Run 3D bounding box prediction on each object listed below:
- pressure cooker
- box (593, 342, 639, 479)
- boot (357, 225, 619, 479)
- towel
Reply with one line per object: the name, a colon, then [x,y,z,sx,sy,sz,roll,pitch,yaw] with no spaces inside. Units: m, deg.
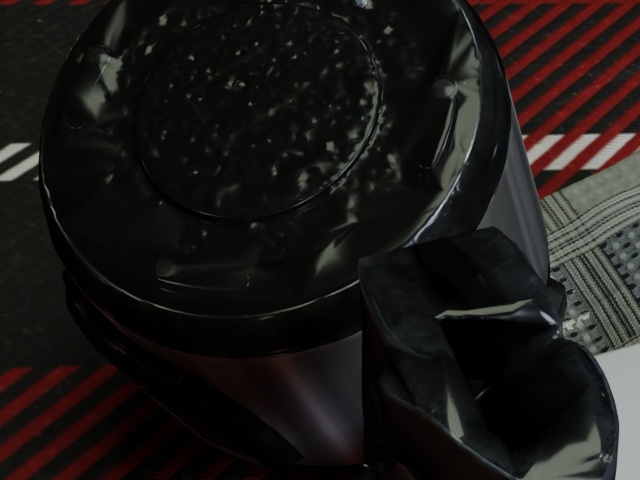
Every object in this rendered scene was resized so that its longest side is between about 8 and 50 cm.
pressure cooker: [0.006,-0.003,1.331,0.375,0.420,0.370,-3,64,14]
box: [0.271,0.203,1.243,0.345,0.215,0.168,-14,45,-18]
boot: [0.131,0.262,0.983,0.146,0.445,0.367,-19,46,-27]
towel: [0.273,0.040,1.465,0.324,0.056,0.312,-28,43,6]
